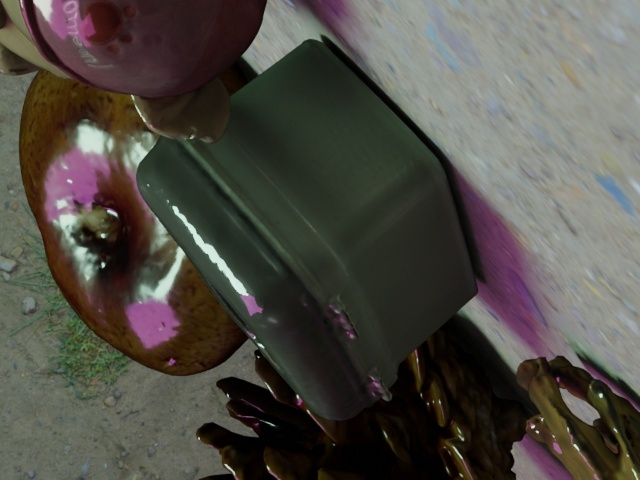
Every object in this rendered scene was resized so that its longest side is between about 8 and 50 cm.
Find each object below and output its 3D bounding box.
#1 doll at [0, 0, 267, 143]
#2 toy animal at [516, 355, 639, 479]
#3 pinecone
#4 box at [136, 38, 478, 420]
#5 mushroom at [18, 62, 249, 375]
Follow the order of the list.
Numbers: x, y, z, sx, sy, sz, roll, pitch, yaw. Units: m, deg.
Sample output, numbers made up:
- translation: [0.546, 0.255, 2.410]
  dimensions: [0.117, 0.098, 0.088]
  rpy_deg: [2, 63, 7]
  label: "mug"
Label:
- translation: [-0.133, -0.159, 0.750]
  dimensions: [0.196, 0.152, 0.256]
  rpy_deg: [41, 177, -40]
  label: "doll"
- translation: [0.199, 0.169, 0.773]
  dimensions: [0.275, 0.054, 0.149]
  rpy_deg: [48, 176, 15]
  label: "toy animal"
- translation: [0.025, 0.165, 1.092]
  dimensions: [0.264, 0.264, 0.264]
  rpy_deg: [50, 174, 7]
  label: "pinecone"
- translation: [0.000, 0.000, 0.828]
  dimensions: [0.148, 0.129, 0.210]
  rpy_deg: [48, 173, 26]
  label: "box"
- translation: [-0.115, -0.053, 1.154]
  dimensions: [0.267, 0.254, 0.267]
  rpy_deg: [21, 139, 20]
  label: "mushroom"
